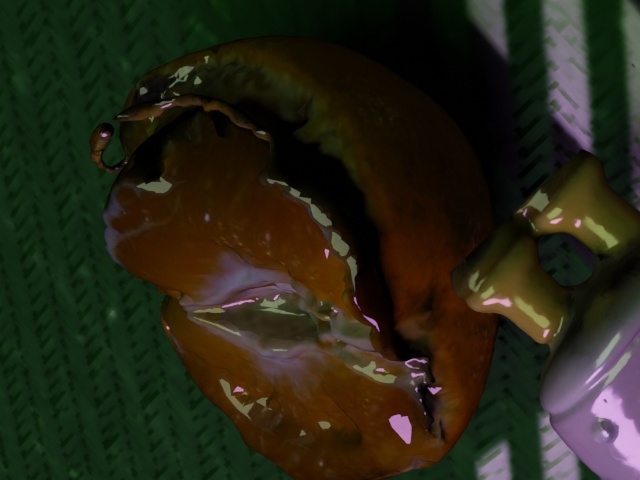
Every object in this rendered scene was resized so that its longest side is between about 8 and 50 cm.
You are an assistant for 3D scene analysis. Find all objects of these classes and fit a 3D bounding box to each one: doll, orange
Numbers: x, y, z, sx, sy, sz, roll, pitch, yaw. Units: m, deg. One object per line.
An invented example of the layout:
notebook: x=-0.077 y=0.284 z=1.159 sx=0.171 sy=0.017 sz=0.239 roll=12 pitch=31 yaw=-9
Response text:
doll: x=0.135 y=0.057 z=0.586 sx=0.207 sy=0.129 sz=0.081 roll=41 pitch=-179 yaw=0
orange: x=0.000 y=0.000 z=0.657 sx=0.160 sy=0.112 sz=0.170 roll=45 pitch=161 yaw=-6
